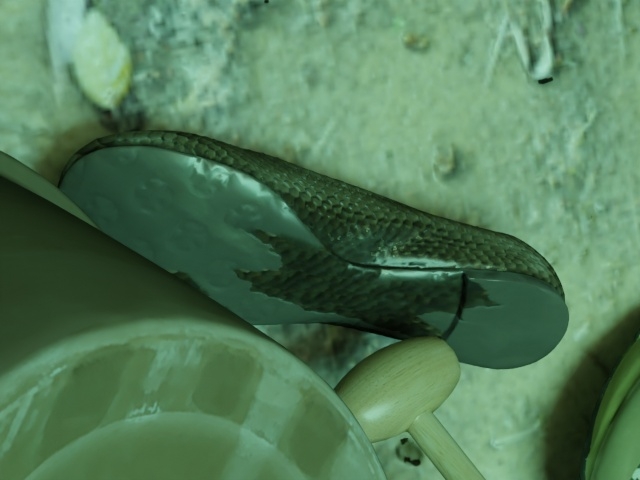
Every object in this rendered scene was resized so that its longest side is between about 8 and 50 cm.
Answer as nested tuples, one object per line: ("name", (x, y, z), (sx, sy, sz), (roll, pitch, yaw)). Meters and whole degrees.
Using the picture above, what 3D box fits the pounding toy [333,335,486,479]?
("pounding toy", (0.019, 0.189, 0.752), (0.154, 0.155, 0.270), (-17, 101, -26))

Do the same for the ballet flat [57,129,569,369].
("ballet flat", (0.000, 0.000, 0.786), (0.249, 0.058, 0.084), (14, 124, -19))

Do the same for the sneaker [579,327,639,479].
("sneaker", (0.319, 0.074, 0.855), (0.410, 0.182, 0.158), (-18, 100, -21))

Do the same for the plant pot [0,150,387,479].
("plant pot", (-0.127, 0.110, 0.577), (0.323, 0.280, 0.323), (-1, 92, -39))
